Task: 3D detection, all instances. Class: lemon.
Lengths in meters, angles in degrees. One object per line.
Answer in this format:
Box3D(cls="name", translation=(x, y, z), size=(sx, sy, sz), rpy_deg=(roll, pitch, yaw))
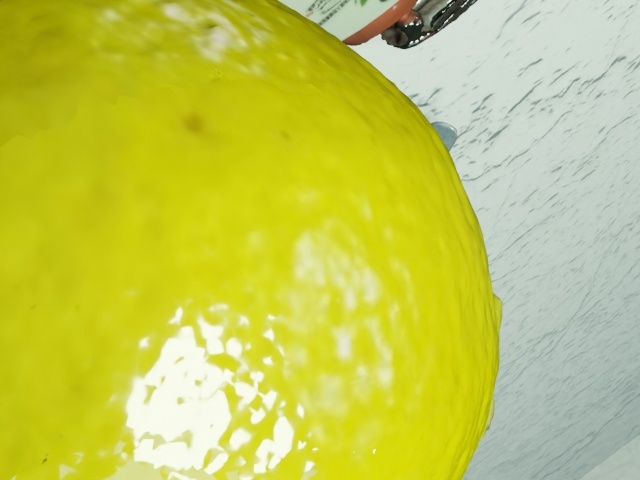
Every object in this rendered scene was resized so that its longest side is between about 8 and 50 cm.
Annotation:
Box3D(cls="lemon", translation=(-0.115, 0.048, 0.505), size=(0.364, 0.364, 0.364), rpy_deg=(-31, 153, -18))

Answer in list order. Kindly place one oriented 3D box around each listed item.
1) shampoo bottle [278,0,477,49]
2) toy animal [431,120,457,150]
Box3D(cls="shampoo bottle", translation=(0.010, -0.170, 0.648), size=(0.153, 0.071, 0.284), rpy_deg=(-47, 156, 9))
Box3D(cls="toy animal", translation=(0.000, 0.000, 0.905), size=(0.239, 0.176, 0.255), rpy_deg=(-25, 117, -35))
